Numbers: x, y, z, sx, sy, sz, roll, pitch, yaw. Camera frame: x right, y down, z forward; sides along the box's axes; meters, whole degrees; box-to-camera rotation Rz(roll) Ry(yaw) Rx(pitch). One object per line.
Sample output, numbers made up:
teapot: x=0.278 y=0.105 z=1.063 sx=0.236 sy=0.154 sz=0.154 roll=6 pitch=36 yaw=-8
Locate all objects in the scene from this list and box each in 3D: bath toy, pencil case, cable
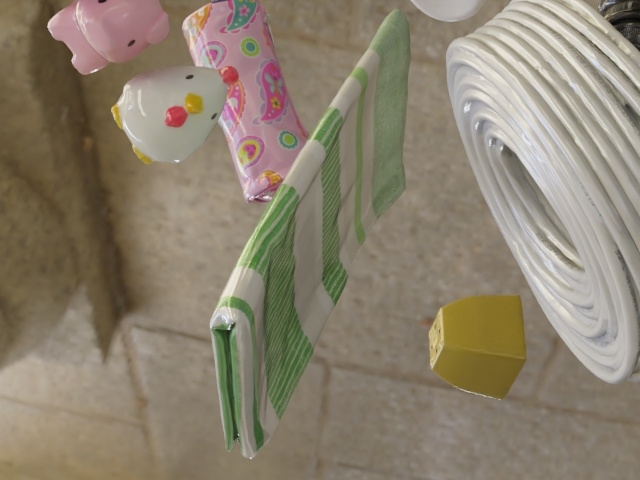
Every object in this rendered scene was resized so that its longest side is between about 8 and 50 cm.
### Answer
bath toy: x=-0.204 y=-0.229 z=1.320 sx=0.129 sy=0.151 sz=0.348 roll=-28 pitch=111 yaw=19
pencil case: x=-0.090 y=-0.191 z=1.859 sx=0.124 sy=0.284 sz=0.124 roll=-20 pitch=170 yaw=-4
cable: x=0.169 y=-0.033 z=0.895 sx=0.089 sy=0.257 sz=0.257 roll=-28 pitch=151 yaw=-5

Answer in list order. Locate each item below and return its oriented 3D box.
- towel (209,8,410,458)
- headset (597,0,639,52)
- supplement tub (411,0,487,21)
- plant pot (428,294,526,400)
towel: x=0.000 y=0.000 z=1.168 sx=0.038 sy=0.325 sz=0.248 roll=22 pitch=149 yaw=15
headset: x=0.403 y=-0.298 z=1.848 sx=0.185 sy=0.243 sz=0.394 roll=17 pitch=142 yaw=8
supplement tub: x=0.222 y=-0.447 z=2.140 sx=0.144 sy=0.200 sz=0.144 roll=17 pitch=138 yaw=16
plant pot: x=0.156 y=0.104 z=1.412 sx=0.083 sy=0.081 sz=0.081 roll=8 pitch=140 yaw=-8
